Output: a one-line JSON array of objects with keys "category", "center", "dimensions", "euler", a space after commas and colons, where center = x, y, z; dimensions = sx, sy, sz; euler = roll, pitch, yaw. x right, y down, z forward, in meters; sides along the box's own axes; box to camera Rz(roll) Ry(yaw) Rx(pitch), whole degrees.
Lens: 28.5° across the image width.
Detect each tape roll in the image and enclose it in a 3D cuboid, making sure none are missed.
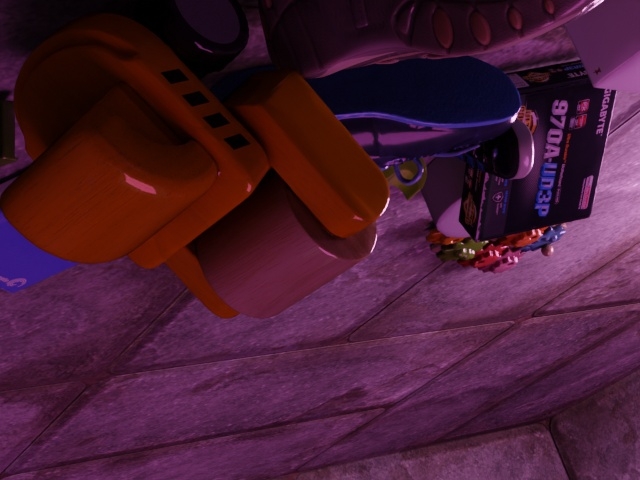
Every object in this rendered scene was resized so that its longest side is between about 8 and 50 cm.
[{"category": "tape roll", "center": [0.250, -0.085, 1.733], "dimensions": [0.219, 0.072, 0.219], "euler": [-18, 160, -7]}]

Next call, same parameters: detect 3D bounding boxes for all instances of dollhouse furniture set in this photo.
[{"category": "dollhouse furniture set", "center": [-0.249, -0.095, 1.223], "dimensions": [0.076, 0.059, 0.151], "euler": [-10, 168, 43]}]

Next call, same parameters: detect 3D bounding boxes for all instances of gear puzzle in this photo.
[{"category": "gear puzzle", "center": [0.280, 0.001, 2.024], "dimensions": [0.175, 0.044, 0.339], "euler": [-30, 158, 25]}]

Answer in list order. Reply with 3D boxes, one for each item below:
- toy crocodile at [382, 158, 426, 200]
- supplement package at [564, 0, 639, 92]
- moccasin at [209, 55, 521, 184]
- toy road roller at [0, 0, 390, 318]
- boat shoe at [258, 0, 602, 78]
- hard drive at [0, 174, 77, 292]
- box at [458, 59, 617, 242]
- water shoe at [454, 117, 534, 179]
[{"category": "toy crocodile", "center": [-0.008, -0.050, 1.466], "dimensions": [0.340, 0.105, 0.115], "euler": [-26, 170, -46]}, {"category": "supplement package", "center": [0.372, -0.235, 1.408], "dimensions": [0.179, 0.105, 0.105], "euler": [-1, 154, -43]}, {"category": "moccasin", "center": [0.040, -0.132, 1.347], "dimensions": [0.342, 0.138, 0.117], "euler": [-1, 142, -12]}, {"category": "toy road roller", "center": [-0.124, -0.048, 1.092], "dimensions": [0.202, 0.329, 0.240], "euler": [-35, -166, 37]}, {"category": "boat shoe", "center": [0.103, -0.220, 1.080], "dimensions": [0.355, 0.132, 0.130], "euler": [0, -168, 43]}, {"category": "hard drive", "center": [-0.261, -0.039, 1.411], "dimensions": [0.318, 0.040, 0.210], "euler": [-24, 160, 10]}, {"category": "box", "center": [0.270, -0.112, 1.571], "dimensions": [0.175, 0.051, 0.220], "euler": [-12, 130, -19]}, {"category": "water shoe", "center": [0.166, -0.111, 1.439], "dimensions": [0.080, 0.073, 0.203], "euler": [-11, -160, -23]}]
